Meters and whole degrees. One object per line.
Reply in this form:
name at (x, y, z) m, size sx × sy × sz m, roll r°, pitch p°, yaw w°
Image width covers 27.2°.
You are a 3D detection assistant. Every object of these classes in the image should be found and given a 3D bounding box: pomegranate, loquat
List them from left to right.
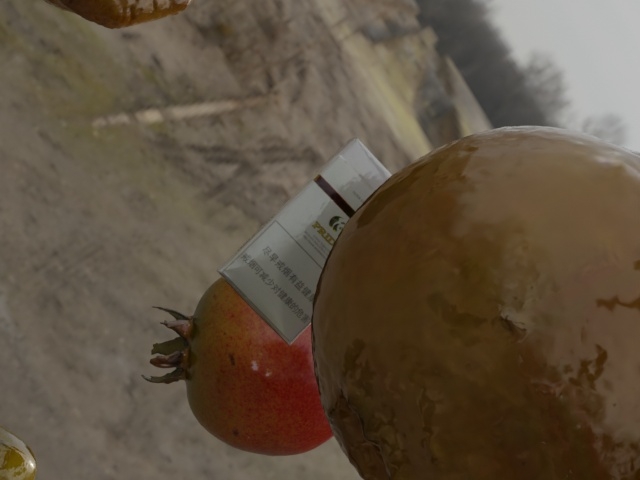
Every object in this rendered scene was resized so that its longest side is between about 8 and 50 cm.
pomegranate at (-0.069, 0.131, 1.468) m, size 0.221 × 0.256 × 0.221 m, roll -176°, pitch -90°, yaw -89°
loquat at (0.152, 0.075, 0.897) m, size 0.328 × 0.328 × 0.328 m, roll 56°, pitch 10°, yaw -15°

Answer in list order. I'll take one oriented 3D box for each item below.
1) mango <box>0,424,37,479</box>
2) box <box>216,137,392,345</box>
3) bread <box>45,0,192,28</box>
mango at (-0.302, 0.161, 0.949) m, size 0.137 × 0.195 × 0.098 m, roll 89°, pitch 8°, yaw -54°
box at (0.000, 0.000, 1.055) m, size 0.084 × 0.154 × 0.040 m, roll 46°, pitch -5°, yaw -5°
bread at (-0.231, -0.389, 1.465) m, size 0.172 × 0.312 × 0.312 m, roll 9°, pitch -35°, yaw 49°
